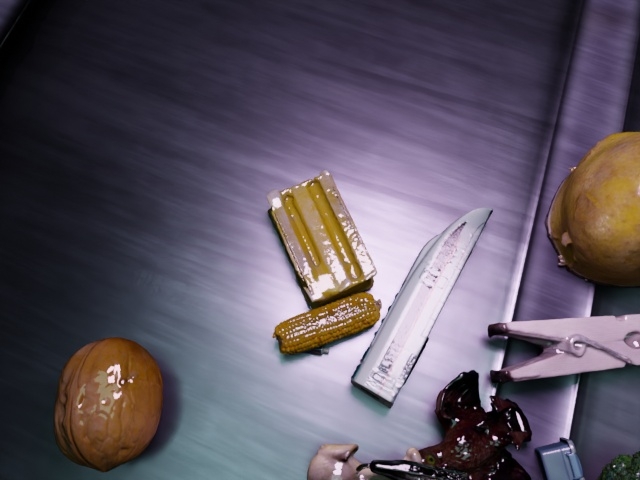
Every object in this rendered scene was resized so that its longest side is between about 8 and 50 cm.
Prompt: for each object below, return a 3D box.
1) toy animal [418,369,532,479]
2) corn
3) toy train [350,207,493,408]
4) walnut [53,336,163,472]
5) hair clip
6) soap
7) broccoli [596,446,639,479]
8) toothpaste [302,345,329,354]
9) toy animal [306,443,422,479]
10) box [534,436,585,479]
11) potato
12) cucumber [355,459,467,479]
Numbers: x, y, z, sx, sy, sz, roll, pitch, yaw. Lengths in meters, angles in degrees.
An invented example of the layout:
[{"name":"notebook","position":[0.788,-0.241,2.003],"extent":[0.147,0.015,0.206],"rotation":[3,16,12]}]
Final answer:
[{"name":"toy animal","position":[0.253,0.335,0.904],"extent":[0.179,0.116,0.219],"rotation":[-31,72,16]},{"name":"corn","position":[0.016,0.145,0.964],"extent":[0.207,0.068,0.068],"rotation":[-18,71,-16]},{"name":"toy train","position":[0.187,0.095,0.983],"extent":[0.088,0.086,0.407],"rotation":[27,72,15]},{"name":"walnut","position":[-0.339,0.262,0.884],"extent":[0.167,0.167,0.207],"rotation":[-1,73,-1]},{"name":"hair clip","position":[0.456,0.179,0.953],"extent":[0.330,0.085,0.101],"rotation":[-4,73,-8]},{"name":"soap","position":[0.000,-0.001,1.019],"extent":[0.134,0.076,0.233],"rotation":[-22,72,-8]},{"name":"broccoli","position":[0.562,0.426,0.802],"extent":[0.297,0.297,0.298],"rotation":[2,65,-40]},{"name":"toothpaste","position":[-0.025,0.190,0.982],"extent":[0.083,0.019,0.027],"rotation":[8,84,8]},{"name":"toy animal","position":[0.090,0.408,0.852],"extent":[0.168,0.121,0.233],"rotation":[-25,70,-21]},{"name":"box","position":[0.383,0.361,0.884],"extent":[0.054,0.099,0.074],"rotation":[-13,71,11]},{"name":"potato","position":[0.605,-0.084,0.939],"extent":[0.396,0.296,0.290],"rotation":[-25,74,-7]},{"name":"cucumber","position":[0.135,0.342,0.808],"extent":[0.163,0.039,0.043],"rotation":[15,111,0]}]
